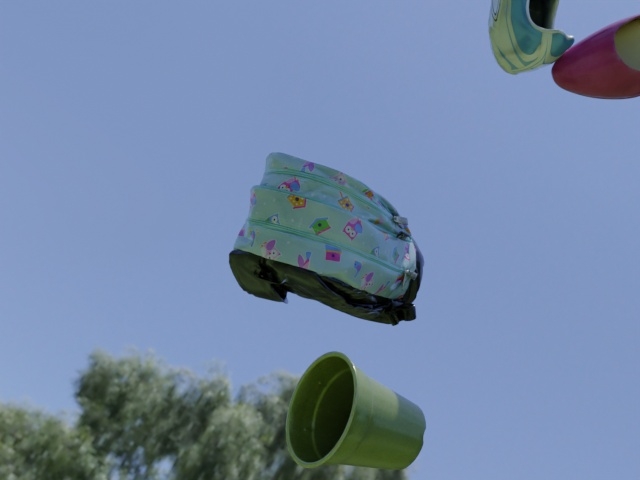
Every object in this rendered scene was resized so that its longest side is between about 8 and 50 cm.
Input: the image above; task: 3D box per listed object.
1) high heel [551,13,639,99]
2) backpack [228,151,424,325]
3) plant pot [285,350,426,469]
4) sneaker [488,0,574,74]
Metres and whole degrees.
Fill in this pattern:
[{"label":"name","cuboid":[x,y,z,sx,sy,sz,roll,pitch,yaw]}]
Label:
[{"label":"high heel","cuboid":[0.337,-0.199,0.913,0.244,0.082,0.117,-9,-17,10]},{"label":"backpack","cuboid":[0.000,0.000,0.840,0.152,0.115,0.182,8,-9,25]},{"label":"plant pot","cuboid":[0.031,0.131,0.707,0.079,0.083,0.083,24,-29,-28]},{"label":"sneaker","cuboid":[0.203,-0.282,0.987,0.086,0.237,0.085,-16,-17,32]}]
